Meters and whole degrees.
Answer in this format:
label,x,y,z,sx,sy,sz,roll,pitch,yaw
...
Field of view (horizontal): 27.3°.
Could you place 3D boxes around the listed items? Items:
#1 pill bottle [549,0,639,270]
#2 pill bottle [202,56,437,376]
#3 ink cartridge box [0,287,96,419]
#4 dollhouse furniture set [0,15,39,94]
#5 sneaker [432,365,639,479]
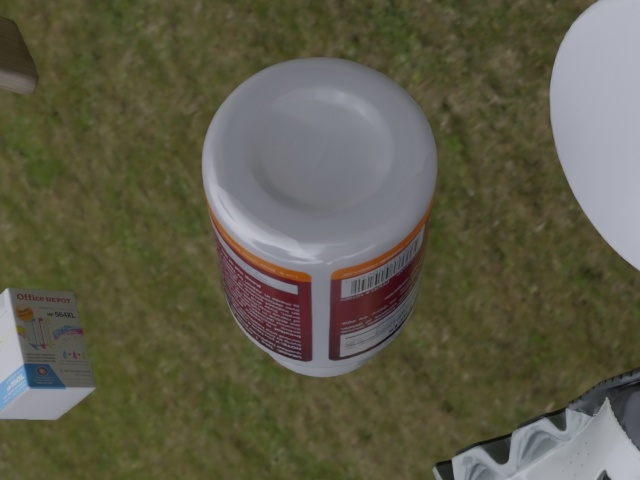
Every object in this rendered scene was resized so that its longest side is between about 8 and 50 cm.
label,x,y,z,sx,sy,sz,roll,pitch,yaw
pill bottle,0.225,-0.082,0.509,0.152,0.272,0.152,41,144,40
pill bottle,0.000,0.000,0.531,0.086,0.086,0.152,39,161,17
ink cartridge box,-0.330,0.122,1.503,0.090,0.092,0.143,-37,60,37
dollhouse furniture set,-0.435,-0.121,0.921,0.362,0.256,0.394,-51,48,27
sneaker,0.205,0.153,0.799,0.330,0.122,0.146,-44,60,53
